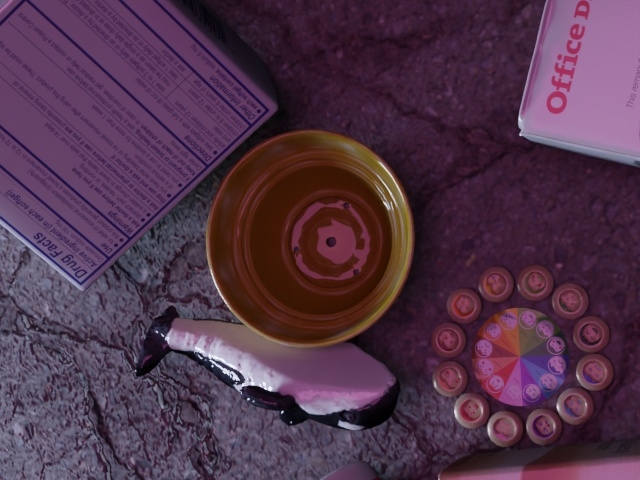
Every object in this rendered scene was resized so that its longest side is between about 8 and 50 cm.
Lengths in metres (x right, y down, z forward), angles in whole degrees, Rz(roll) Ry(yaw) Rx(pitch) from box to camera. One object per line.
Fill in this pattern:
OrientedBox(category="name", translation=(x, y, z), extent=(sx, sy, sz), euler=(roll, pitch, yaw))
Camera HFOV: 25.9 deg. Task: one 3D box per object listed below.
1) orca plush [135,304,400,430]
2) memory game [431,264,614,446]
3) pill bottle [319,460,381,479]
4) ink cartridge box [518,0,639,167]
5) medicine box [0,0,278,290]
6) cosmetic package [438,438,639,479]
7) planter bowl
OrientedBox(category="orca plush", translation=(-0.052, 0.155, 1.422), extent=(0.287, 0.151, 0.102), euler=(5, 120, 15))
OrientedBox(category="memory game", translation=(0.198, 0.114, 1.388), extent=(0.186, 0.012, 0.186), euler=(-1, 87, 17))
OrientedBox(category="pill bottle", translation=(0.062, 0.386, 1.331), extent=(0.176, 0.176, 0.318), euler=(-39, 77, 12))
OrientedBox(category="ink cartridge box", translation=(0.363, -0.168, 1.289), extent=(0.307, 0.129, 0.223), euler=(14, 92, 18))
OrientedBox(category="medicine box", translation=(-0.239, -0.148, 1.406), extent=(0.289, 0.149, 0.263), euler=(-42, 114, 12))
OrientedBox(category="cosmetic package", translation=(0.272, 0.253, 1.285), extent=(0.296, 0.153, 0.129), euler=(-8, 86, 16))
OrientedBox(category="planter bowl", translation=(0.000, 0.000, 1.416), extent=(0.217, 0.090, 0.217), euler=(-1, 86, 17))
